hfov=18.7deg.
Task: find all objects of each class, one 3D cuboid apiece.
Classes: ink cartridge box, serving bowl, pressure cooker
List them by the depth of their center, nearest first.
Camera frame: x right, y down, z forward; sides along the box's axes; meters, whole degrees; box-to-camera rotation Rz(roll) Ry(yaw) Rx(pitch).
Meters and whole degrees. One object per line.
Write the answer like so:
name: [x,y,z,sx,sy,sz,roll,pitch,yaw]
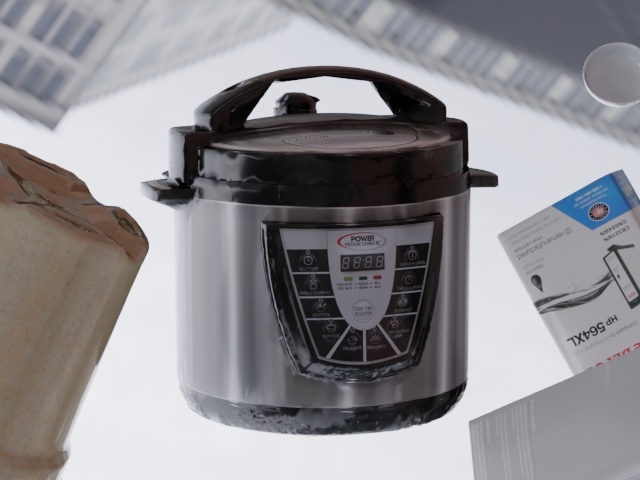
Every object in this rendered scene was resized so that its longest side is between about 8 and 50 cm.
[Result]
ink cartridge box: [0.309,0.046,2.117,0.203,0.148,0.086,61,-164,4]
serving bowl: [0.345,-0.187,2.248,0.083,0.083,0.027,48,165,23]
pressure cooker: [-0.004,-0.001,2.347,0.376,0.420,0.370,5,-170,28]

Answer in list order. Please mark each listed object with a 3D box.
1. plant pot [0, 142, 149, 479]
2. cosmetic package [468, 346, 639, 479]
plant pot: [-0.343,0.076,2.016,0.334,0.305,0.334,30,-169,-6]
cosmetic package: [0.253,0.186,1.703,0.107,0.238,0.127,37,-140,-41]
